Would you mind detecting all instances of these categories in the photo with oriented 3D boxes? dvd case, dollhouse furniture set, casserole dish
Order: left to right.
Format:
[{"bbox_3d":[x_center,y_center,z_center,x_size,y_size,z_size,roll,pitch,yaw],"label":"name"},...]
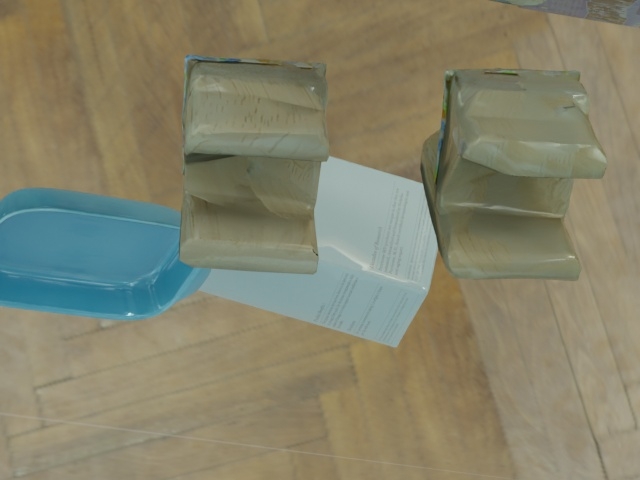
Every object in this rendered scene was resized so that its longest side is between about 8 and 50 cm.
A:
[{"bbox_3d":[-0.170,0.007,1.041,0.114,0.188,0.037,-52,42,39],"label":"casserole dish"},{"bbox_3d":[0.126,-0.195,0.720,0.394,0.256,0.362,3,121,-6],"label":"dollhouse furniture set"},{"bbox_3d":[0.300,-0.209,1.253,0.253,0.180,0.022,11,89,7],"label":"dvd case"}]

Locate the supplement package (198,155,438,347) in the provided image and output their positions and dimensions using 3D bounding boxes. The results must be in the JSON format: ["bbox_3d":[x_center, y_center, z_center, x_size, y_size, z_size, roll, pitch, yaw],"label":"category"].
[{"bbox_3d":[0.000,0.000,1.182,0.179,0.105,0.105,17,58,-4],"label":"supplement package"}]
